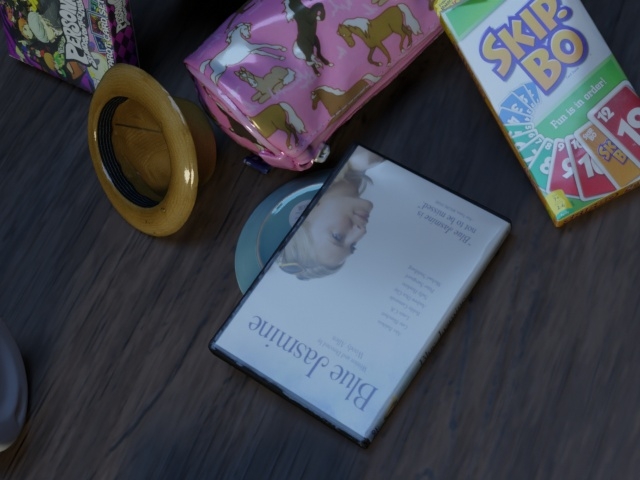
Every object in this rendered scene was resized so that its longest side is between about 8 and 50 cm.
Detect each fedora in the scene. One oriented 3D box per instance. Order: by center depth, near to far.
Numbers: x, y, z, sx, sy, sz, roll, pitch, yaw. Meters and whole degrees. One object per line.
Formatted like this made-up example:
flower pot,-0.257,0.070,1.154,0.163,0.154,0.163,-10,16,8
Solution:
fedora,-0.167,-0.099,1.262,0.079,0.194,0.194,-17,42,-39

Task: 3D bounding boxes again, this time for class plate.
plate,0.000,0.000,1.189,0.188,0.024,0.188,-10,56,15

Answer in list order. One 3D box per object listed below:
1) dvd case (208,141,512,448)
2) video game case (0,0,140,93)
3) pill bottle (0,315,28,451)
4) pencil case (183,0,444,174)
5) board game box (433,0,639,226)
dvd case,0.036,0.043,1.123,0.180,0.022,0.253,29,74,22
video game case,-0.297,-0.287,1.366,0.210,0.232,0.042,27,46,32
pill bottle,-0.440,0.158,1.174,0.272,0.152,0.152,-14,55,12
pencil case,0.045,-0.239,1.246,0.386,0.167,0.160,-44,30,-9
board game box,0.216,-0.154,1.143,0.124,0.039,0.259,-27,73,2
